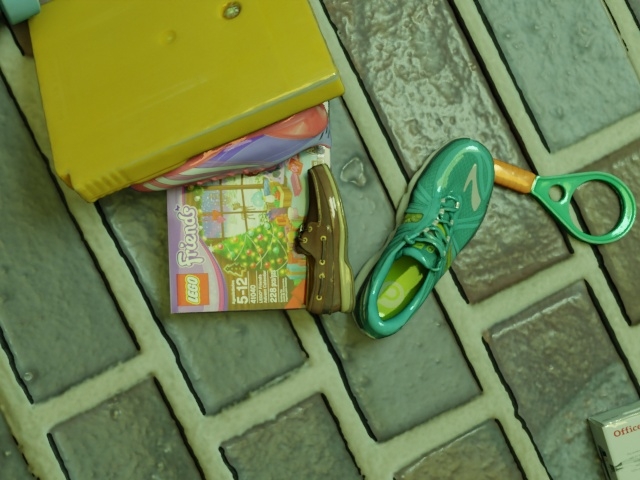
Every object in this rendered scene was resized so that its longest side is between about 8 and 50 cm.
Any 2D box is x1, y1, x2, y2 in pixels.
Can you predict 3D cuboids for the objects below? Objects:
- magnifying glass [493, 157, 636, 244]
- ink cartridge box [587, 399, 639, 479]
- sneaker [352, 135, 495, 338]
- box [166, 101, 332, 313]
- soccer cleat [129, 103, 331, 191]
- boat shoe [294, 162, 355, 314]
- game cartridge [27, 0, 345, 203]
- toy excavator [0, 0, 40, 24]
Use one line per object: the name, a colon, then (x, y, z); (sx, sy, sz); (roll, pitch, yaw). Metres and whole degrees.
magnifying glass: (0.290, -0.063, 1.101); (0.230, 0.026, 0.092); (20, 89, -2)
ink cartridge box: (0.408, 0.275, 1.089); (0.099, 0.056, 0.135); (-17, 91, -4)
sneaker: (0.133, 0.002, 1.047); (0.107, 0.110, 0.275); (29, 89, -3)
box: (-0.086, -0.060, 1.062); (0.200, 0.057, 0.294); (-2, 90, -3)
soccer cleat: (-0.106, -0.100, 0.996); (0.247, 0.083, 0.095); (-23, 134, 7)
boat shoe: (0.000, 0.000, 1.007); (0.060, 0.064, 0.178); (-8, 93, -8)
game cartridge: (-0.164, -0.215, 0.983); (0.323, 0.053, 0.285); (-23, 61, 6)
toy excavator: (-0.355, -0.485, 0.995); (0.445, 0.222, 0.433); (-28, 86, -15)
